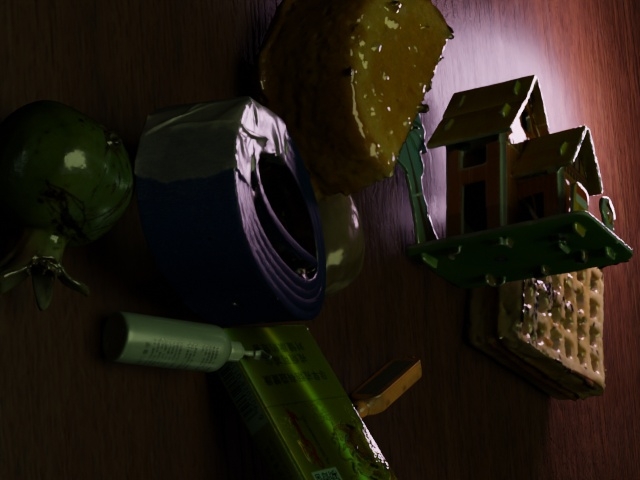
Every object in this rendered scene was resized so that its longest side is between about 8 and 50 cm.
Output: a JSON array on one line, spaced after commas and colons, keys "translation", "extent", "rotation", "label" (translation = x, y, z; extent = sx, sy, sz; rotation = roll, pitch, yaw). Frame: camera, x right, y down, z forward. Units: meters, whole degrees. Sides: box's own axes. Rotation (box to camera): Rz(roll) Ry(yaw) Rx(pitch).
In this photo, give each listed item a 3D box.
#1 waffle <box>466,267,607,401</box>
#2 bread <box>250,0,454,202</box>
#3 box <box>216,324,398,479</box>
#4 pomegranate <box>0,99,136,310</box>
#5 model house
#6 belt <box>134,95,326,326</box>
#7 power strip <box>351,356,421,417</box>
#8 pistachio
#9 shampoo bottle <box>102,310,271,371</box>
[{"translation": [0.392, 0.112, 1.985], "extent": [0.376, 0.114, 0.261], "rotation": [33, 58, -47], "label": "waffle"}, {"translation": [0.027, -0.226, 1.458], "extent": [0.179, 0.194, 0.340], "rotation": [52, 49, -38], "label": "bread"}, {"translation": [-0.005, 0.237, 1.329], "extent": [0.173, 0.043, 0.311], "rotation": [2, 50, -54], "label": "box"}, {"translation": [-0.259, -0.035, 1.080], "extent": [0.152, 0.131, 0.191], "rotation": [40, 60, -48], "label": "pomegranate"}, {"translation": [0.270, -0.134, 1.718], "extent": [0.340, 0.300, 0.324], "rotation": [31, 55, -47], "label": "model house"}, {"translation": [-0.085, -0.023, 1.242], "extent": [0.347, 0.117, 0.212], "rotation": [54, 35, -63], "label": "belt"}, {"translation": [0.089, 0.210, 1.594], "extent": [0.178, 0.049, 0.028], "rotation": [-30, 113, -53], "label": "power strip"}, {"translation": [0.000, 0.000, 1.467], "extent": [0.126, 0.108, 0.185], "rotation": [22, 50, -4], "label": "pistachio"}, {"translation": [-0.144, 0.117, 1.240], "extent": [0.195, 0.056, 0.056], "rotation": [13, 73, -40], "label": "shampoo bottle"}]
